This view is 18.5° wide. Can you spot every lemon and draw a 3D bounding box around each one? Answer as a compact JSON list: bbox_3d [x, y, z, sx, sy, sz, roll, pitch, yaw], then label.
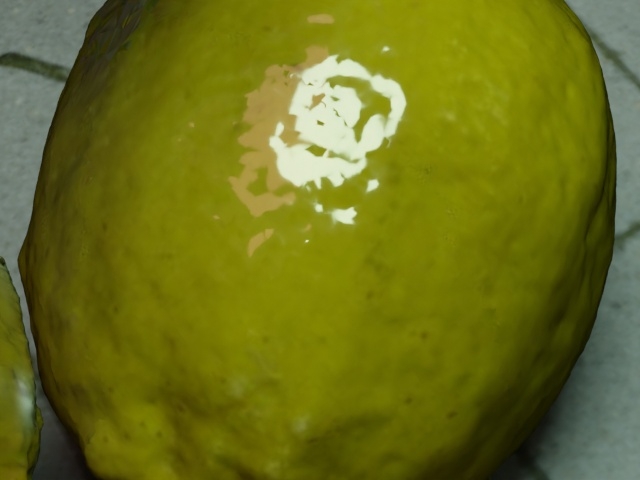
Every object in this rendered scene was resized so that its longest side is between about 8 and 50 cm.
[{"bbox_3d":[0.003,-0.006,0.897,0.285,0.285,0.316,-10,82,5],"label":"lemon"}]

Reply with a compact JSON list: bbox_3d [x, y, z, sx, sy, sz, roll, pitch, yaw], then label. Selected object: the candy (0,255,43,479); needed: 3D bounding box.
[{"bbox_3d":[-0.225,0.102,0.888,0.260,0.118,0.259,-21,63,49],"label":"candy"}]
